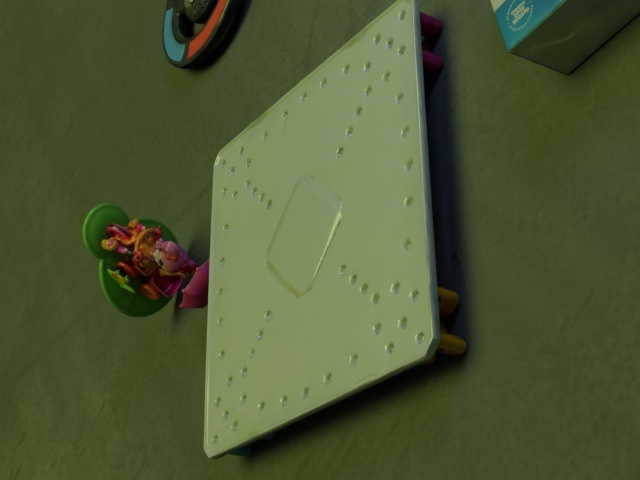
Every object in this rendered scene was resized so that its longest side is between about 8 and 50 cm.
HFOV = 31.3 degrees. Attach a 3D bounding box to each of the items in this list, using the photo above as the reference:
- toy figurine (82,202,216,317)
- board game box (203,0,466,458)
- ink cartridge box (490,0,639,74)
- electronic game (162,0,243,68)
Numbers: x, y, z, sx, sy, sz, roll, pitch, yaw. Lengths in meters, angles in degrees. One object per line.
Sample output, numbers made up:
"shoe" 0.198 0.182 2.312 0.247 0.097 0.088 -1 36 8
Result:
"toy figurine" -0.189 0.025 1.413 0.159 0.173 0.130 5 52 45
"board game box" 0.000 0.000 1.207 0.390 0.050 0.390 -34 48 47
"ink cartridge box" 0.200 -0.278 0.983 0.134 0.078 0.231 -43 48 40
"electronic game" -0.167 -0.357 1.643 0.229 0.048 0.229 -32 50 47
